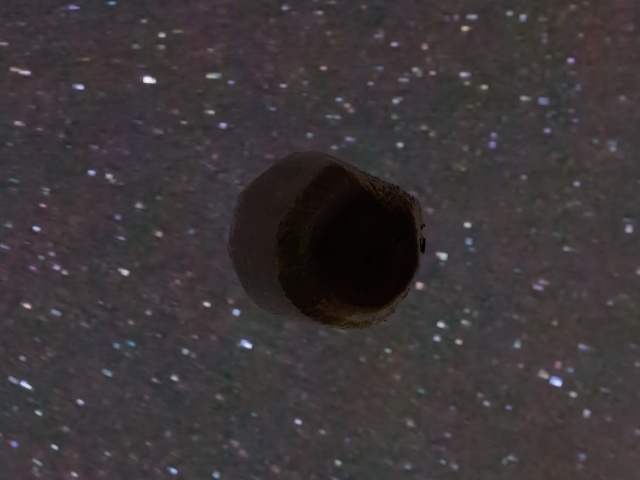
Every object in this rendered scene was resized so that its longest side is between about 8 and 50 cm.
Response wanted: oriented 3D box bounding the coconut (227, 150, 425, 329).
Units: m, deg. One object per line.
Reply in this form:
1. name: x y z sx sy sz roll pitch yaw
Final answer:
1. coconut: 0.000 0.000 0.848 0.110 0.124 0.110 -5 -79 -28
